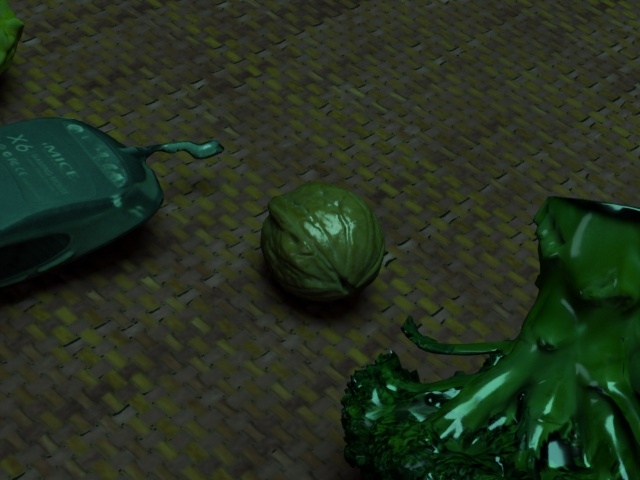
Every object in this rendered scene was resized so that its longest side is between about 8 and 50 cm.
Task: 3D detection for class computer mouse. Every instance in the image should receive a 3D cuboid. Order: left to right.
[{"bbox_3d":[-0.245,-0.030,1.061,0.379,0.090,0.167,-14,48,-33],"label":"computer mouse"}]

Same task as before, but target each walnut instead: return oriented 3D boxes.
[{"bbox_3d":[0.000,0.000,1.074,0.105,0.105,0.124,-10,35,-22],"label":"walnut"}]

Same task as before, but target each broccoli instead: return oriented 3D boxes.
[{"bbox_3d":[0.159,0.116,0.855,0.297,0.297,0.297,11,5,-1],"label":"broccoli"}]

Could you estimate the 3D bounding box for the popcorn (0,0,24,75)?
[{"bbox_3d":[-0.363,-0.182,1.165,0.168,0.174,0.195,13,27,-32],"label":"popcorn"}]
